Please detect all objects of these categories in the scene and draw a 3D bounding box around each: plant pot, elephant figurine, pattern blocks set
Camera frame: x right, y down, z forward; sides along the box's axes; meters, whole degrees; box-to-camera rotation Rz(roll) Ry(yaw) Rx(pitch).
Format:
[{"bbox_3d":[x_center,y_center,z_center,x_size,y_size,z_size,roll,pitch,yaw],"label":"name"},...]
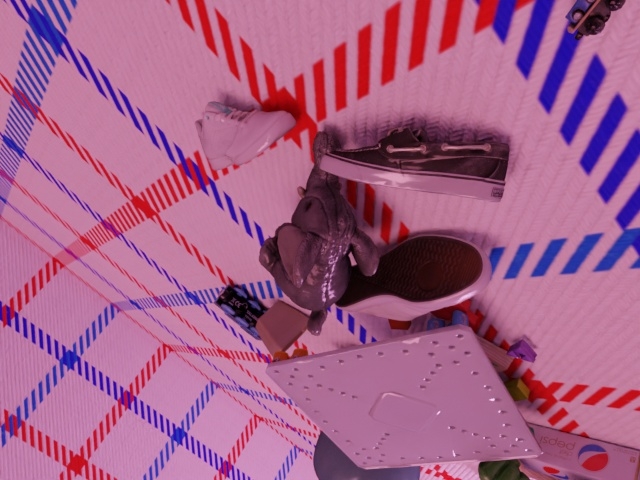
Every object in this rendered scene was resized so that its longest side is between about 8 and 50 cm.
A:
[{"bbox_3d":[-0.100,0.215,1.222,0.096,0.109,0.109,42,153,10],"label":"plant pot"},{"bbox_3d":[0.000,0.000,0.710,0.186,0.169,0.239,40,155,1],"label":"elephant figurine"},{"bbox_3d":[0.256,0.209,0.920,0.285,0.026,0.325,36,151,-4],"label":"pattern blocks set"},{"bbox_3d":[0.133,0.522,1.315,0.290,0.290,0.195,17,112,28],"label":"plant pot"}]

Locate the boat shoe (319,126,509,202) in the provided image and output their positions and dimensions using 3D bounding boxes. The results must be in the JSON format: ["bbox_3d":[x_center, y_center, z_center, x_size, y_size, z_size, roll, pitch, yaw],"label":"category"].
[{"bbox_3d":[0.103,-0.094,0.573,0.220,0.070,0.078,12,-172,25],"label":"boat shoe"}]

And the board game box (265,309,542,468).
[{"bbox_3d":[0.158,0.304,0.930,0.390,0.050,0.390,-19,124,28],"label":"board game box"}]

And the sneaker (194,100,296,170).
[{"bbox_3d":[-0.122,-0.160,0.701,0.212,0.080,0.094,-5,121,51],"label":"sneaker"}]

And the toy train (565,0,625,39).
[{"bbox_3d":[0.215,-0.203,0.330,0.036,0.027,0.158,34,151,7],"label":"toy train"}]

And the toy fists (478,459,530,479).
[{"bbox_3d":[0.350,0.458,1.059,0.279,0.096,0.142,49,179,33],"label":"toy fists"}]

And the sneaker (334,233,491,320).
[{"bbox_3d":[0.153,0.064,0.759,0.123,0.105,0.290,21,158,-32],"label":"sneaker"}]

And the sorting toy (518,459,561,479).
[{"bbox_3d":[0.504,0.518,1.104,0.193,0.038,0.208,43,158,-24],"label":"sorting toy"}]

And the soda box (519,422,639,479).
[{"bbox_3d":[0.497,0.424,0.953,0.216,0.073,0.069,-2,135,48],"label":"soda box"}]

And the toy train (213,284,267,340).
[{"bbox_3d":[-0.200,0.194,1.315,0.184,0.080,0.105,41,157,-13],"label":"toy train"}]
